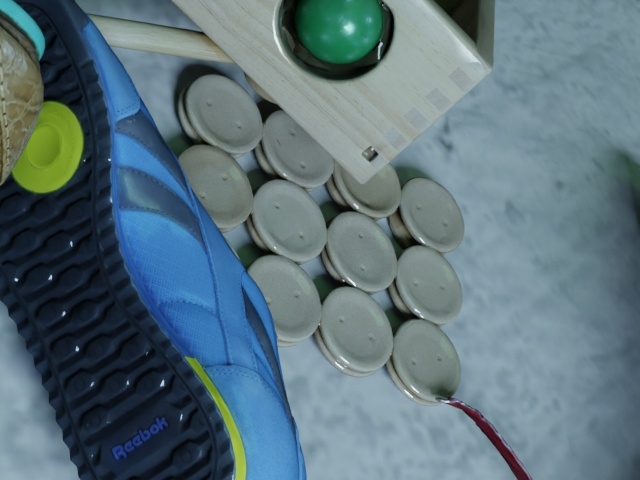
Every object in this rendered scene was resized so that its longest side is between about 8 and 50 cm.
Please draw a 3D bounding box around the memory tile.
[{"bbox_3d":[0.000,0.000,0.598,0.148,0.012,0.113,24,52,-28],"label":"memory tile"}]

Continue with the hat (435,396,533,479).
[{"bbox_3d":[0.138,0.196,0.599,0.173,0.183,0.208,12,95,-49],"label":"hat"}]

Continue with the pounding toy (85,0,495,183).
[{"bbox_3d":[-0.010,-0.093,0.586,0.130,0.100,0.141,43,23,-13],"label":"pounding toy"}]

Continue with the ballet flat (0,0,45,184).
[{"bbox_3d":[-0.238,-0.093,0.396,0.342,0.116,0.124,36,67,-25],"label":"ballet flat"}]

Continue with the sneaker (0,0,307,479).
[{"bbox_3d":[-0.064,0.008,0.509,0.082,0.069,0.209,6,57,-63],"label":"sneaker"}]

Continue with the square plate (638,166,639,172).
[{"bbox_3d":[0.302,0.134,0.661,0.347,0.049,0.344,35,16,-20],"label":"square plate"}]
